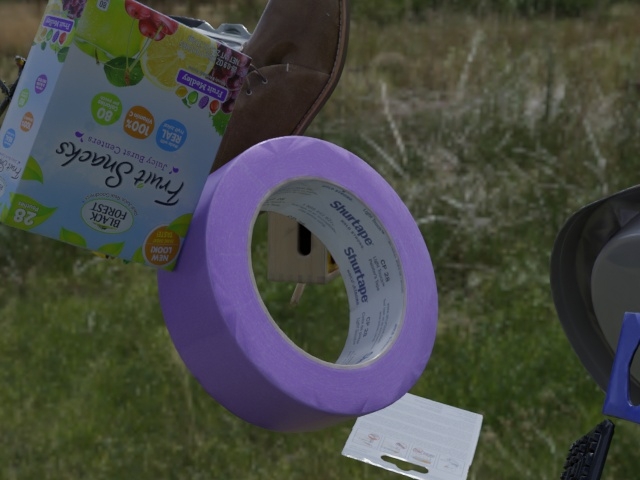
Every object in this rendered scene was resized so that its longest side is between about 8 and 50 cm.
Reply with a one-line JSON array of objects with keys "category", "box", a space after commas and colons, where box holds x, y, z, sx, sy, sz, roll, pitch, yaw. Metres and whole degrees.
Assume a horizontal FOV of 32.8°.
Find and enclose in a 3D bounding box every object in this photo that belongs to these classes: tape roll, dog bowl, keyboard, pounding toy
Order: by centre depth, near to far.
[{"category": "keyboard", "box": [0.210, 0.248, 0.948, 0.023, 0.108, 0.180, 25, 57, 7]}, {"category": "tape roll", "box": [-0.016, 0.042, 1.046, 0.275, 0.274, 0.090, -10, -13, -43]}, {"category": "dog bowl", "box": [0.421, 0.082, 1.201, 0.102, 0.348, 0.349, -33, 28, -27]}, {"category": "pounding toy", "box": [0.001, 0.008, 1.531, 0.094, 0.181, 0.206, 3, 8, 16]}]

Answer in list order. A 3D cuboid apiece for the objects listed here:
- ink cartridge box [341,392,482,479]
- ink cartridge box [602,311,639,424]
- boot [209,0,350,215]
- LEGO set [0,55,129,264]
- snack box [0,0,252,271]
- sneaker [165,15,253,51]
[{"category": "ink cartridge box", "box": [0.139, 0.315, 1.663, 0.189, 0.066, 0.232, 16, 27, 10]}, {"category": "ink cartridge box", "box": [0.429, 0.133, 0.864, 0.396, 0.269, 0.151, 11, -10, 22]}, {"category": "boot", "box": [-0.061, -0.175, 1.177, 0.112, 0.305, 0.115, 26, 9, 36]}, {"category": "LEGO set", "box": [-0.397, -0.106, 1.661, 0.192, 0.331, 0.255, -33, -10, -43]}, {"category": "snack box", "box": [-0.173, -0.094, 0.926, 0.175, 0.207, 0.070, 19, 4, -43]}, {"category": "sneaker", "box": [-0.171, -0.226, 1.529, 0.331, 0.146, 0.122, 2, -24, 11]}]
